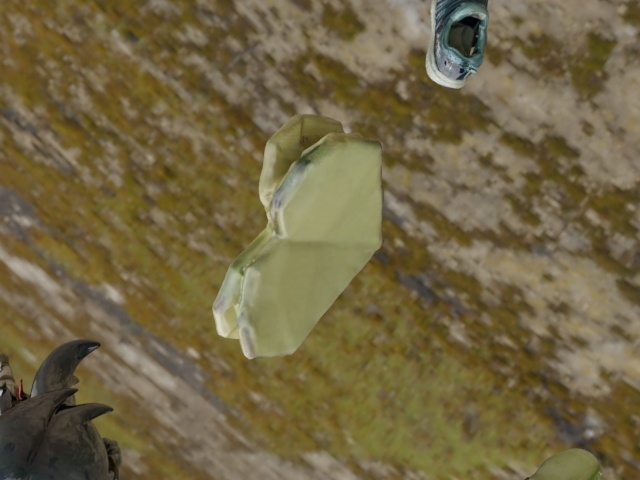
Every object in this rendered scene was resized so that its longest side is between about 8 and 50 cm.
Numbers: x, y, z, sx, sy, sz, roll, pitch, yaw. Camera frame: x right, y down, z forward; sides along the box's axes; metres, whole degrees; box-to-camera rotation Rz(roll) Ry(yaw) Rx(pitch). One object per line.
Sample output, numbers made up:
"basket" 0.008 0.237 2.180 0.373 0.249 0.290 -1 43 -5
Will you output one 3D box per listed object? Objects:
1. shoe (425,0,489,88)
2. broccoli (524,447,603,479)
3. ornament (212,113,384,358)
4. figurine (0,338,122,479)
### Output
"shoe" 0.159 -0.242 1.330 0.064 0.142 0.071 18 164 -18
"broccoli" 0.338 0.391 1.387 0.221 0.252 0.361 -125 31 -63
"ornament" 0.000 0.000 1.009 0.059 0.201 0.180 30 -165 32
"figurine" -0.326 0.232 1.372 0.197 0.265 0.175 0 124 6
